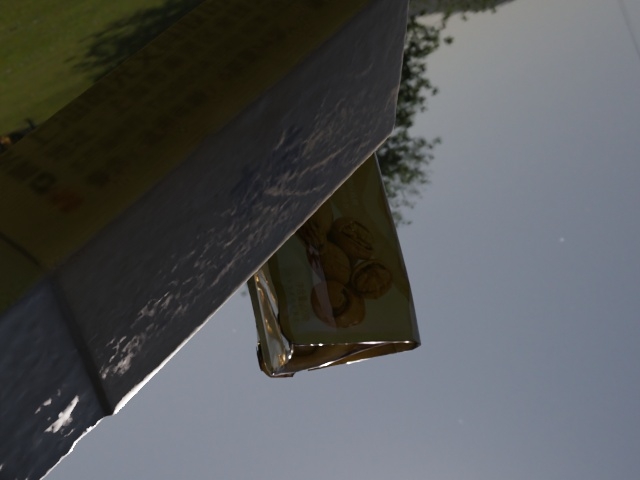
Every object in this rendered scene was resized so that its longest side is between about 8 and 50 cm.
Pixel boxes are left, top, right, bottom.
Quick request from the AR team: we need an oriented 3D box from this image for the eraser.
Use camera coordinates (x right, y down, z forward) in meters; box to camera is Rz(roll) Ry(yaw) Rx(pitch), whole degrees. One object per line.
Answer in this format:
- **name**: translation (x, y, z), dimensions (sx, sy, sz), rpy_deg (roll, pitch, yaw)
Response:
- **eraser**: translation (-0.075, -0.029, 0.448), dimensions (0.078, 0.144, 0.343), rpy_deg (31, -121, 20)

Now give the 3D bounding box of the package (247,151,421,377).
- **package**: translation (-0.021, 0.013, 1.076), dimensions (0.221, 0.311, 0.165), rpy_deg (2, 156, -35)
